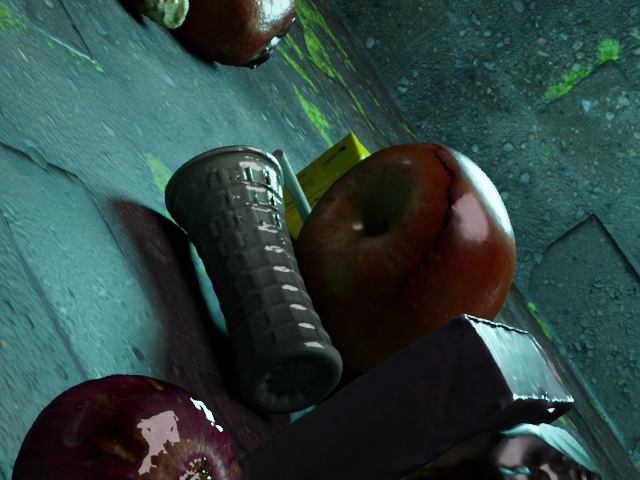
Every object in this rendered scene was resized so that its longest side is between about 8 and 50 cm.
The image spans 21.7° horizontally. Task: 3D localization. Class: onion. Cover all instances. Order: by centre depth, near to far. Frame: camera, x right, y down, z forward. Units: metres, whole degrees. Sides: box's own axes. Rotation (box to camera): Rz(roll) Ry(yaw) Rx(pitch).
[{"bbox_3d":[-0.137,0.181,1.178,0.177,0.153,0.177,-19,90,-77],"label":"onion"}]

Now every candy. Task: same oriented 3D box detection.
[{"bbox_3d":[0.000,0.000,2.074,0.365,0.124,0.124,66,-2,-51],"label":"candy"}]

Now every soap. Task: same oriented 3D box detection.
[{"bbox_3d":[0.088,0.197,1.642,0.107,0.285,0.296,58,11,17],"label":"soap"}]

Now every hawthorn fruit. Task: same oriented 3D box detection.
[{"bbox_3d":[-0.156,-0.384,2.595,0.251,0.189,0.189,41,16,-20],"label":"hawthorn fruit"}]

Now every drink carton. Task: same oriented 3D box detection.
[{"bbox_3d":[0.096,0.019,2.455,0.351,0.154,0.111,46,14,-33],"label":"drink carton"}]

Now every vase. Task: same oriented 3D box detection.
[{"bbox_3d":[-0.070,0.044,1.834,0.143,0.143,0.299,41,20,-46],"label":"vase"}]

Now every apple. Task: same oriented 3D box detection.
[{"bbox_3d":[0.105,0.026,1.928,0.206,0.252,0.272,46,46,-37],"label":"apple"}]

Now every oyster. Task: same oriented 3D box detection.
[{"bbox_3d":[-0.299,-0.437,2.456,0.294,0.094,0.166,50,-10,37],"label":"oyster"}]

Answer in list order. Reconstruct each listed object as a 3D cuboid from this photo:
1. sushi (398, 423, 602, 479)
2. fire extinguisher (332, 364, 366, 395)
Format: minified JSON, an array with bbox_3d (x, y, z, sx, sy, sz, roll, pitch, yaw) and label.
[{"bbox_3d":[0.162,0.356,1.478,0.281,0.299,0.294,-7,54,-44],"label":"sushi"},{"bbox_3d":[0.082,0.228,1.965,0.141,0.105,0.341,21,31,-41],"label":"fire extinguisher"}]
